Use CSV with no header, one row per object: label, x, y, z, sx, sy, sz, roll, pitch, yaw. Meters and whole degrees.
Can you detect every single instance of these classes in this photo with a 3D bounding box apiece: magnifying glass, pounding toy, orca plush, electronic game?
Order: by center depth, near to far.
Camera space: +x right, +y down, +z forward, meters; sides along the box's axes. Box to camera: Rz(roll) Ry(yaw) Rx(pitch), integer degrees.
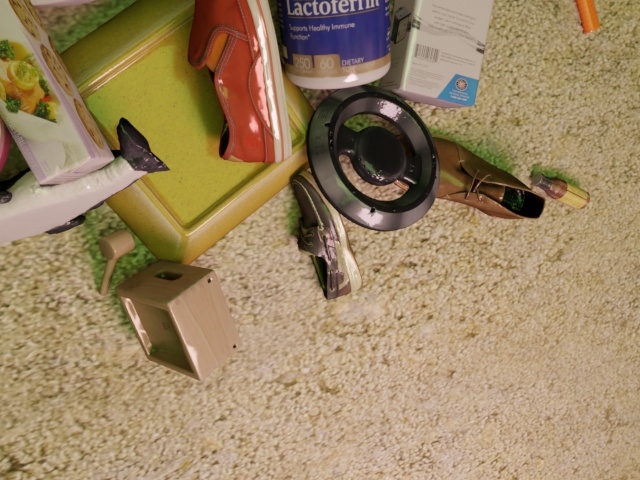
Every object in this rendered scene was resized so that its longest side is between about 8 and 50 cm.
orca plush,-0.334,-0.087,0.658,0.151,0.287,0.102,3,65,-60
pounding toy,-0.223,0.067,0.749,0.094,0.181,0.206,-38,123,-41
electronic game,0.084,-0.125,0.800,0.229,0.048,0.229,7,74,-26
magnifying glass,0.456,-0.487,0.960,0.092,0.026,0.231,-32,108,-13

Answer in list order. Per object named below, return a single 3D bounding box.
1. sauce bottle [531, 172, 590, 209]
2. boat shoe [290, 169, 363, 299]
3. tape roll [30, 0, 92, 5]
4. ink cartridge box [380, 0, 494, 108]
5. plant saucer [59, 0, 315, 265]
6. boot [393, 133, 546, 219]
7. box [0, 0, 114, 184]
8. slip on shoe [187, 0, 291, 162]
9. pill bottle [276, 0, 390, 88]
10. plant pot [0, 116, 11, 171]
sauce bottle,0.459,-0.097,1.028,0.128,0.042,0.042,21,92,-23
boat shoe,0.000,0.000,0.845,0.073,0.080,0.223,-31,117,-14
tape roll,-0.319,-0.452,0.551,0.392,0.072,0.392,1,112,2
ink cartridge box,0.185,-0.318,0.853,0.140,0.082,0.190,6,97,-23
plant saucer,-0.175,-0.167,0.744,0.333,0.081,0.332,-40,111,-10
boot,0.248,-0.105,0.905,0.305,0.115,0.112,16,99,-21
box,-0.320,-0.212,0.537,0.063,0.067,0.324,-26,96,2
slip on shoe,-0.109,-0.237,0.628,0.101,0.123,0.331,-14,124,-8
pill bottle,0.013,-0.349,0.708,0.153,0.153,0.264,-18,123,-17
plant pot,-0.447,-0.128,0.590,0.201,0.180,0.201,-4,102,-21
